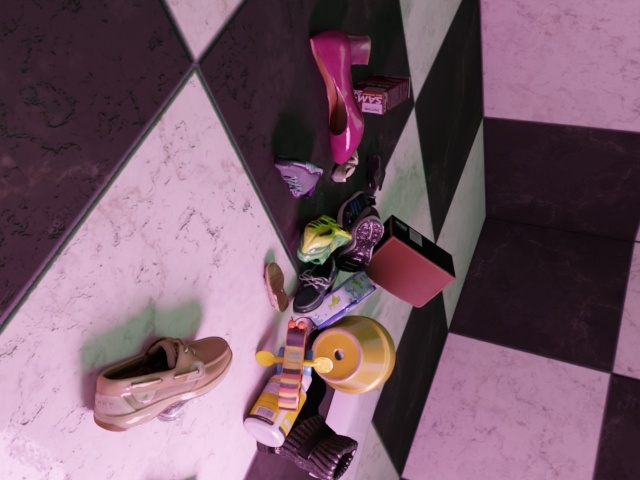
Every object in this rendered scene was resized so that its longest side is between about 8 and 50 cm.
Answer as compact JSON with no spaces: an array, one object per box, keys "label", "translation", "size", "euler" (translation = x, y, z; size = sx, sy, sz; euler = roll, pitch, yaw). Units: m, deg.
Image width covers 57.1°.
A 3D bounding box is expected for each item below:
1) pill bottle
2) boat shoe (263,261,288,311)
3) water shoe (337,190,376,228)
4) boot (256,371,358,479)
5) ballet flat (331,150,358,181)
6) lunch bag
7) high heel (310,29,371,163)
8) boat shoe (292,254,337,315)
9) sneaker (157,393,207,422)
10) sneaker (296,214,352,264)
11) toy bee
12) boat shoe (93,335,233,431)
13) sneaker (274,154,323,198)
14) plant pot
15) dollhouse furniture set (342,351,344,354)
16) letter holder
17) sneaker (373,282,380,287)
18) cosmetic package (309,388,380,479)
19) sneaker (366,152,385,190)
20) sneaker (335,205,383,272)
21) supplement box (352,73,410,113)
[{"label":"pill bottle","translation":[-0.112,0.450,1.632],"size":[0.208,0.119,0.119],"euler":[-57,148,-38]},{"label":"boat shoe","translation":[-0.125,0.122,1.558],"size":[0.056,0.048,0.152],"euler":[-42,132,-34]},{"label":"water shoe","translation":[0.121,-0.100,1.931],"size":[0.203,0.080,0.072],"euler":[-53,145,-43]},{"label":"boot","translation":[0.003,0.551,1.755],"size":[0.348,0.260,0.131],"euler":[-46,141,-50]},{"label":"ballet flat","translation":[0.090,-0.238,1.836],"size":[0.168,0.053,0.057],"euler":[-61,150,-34]},{"label":"lunch bag","translation":[0.065,0.188,1.850],"size":[0.090,0.176,0.219],"euler":[55,29,4]},{"label":"high heel","translation":[0.025,-0.384,1.619],"size":[0.181,0.127,0.376],"euler":[-12,120,-32]},{"label":"boat shoe","translation":[-0.014,0.127,1.728],"size":[0.254,0.095,0.079],"euler":[-47,143,-51]},{"label":"sneaker","translation":[-0.288,0.312,1.262],"size":[0.166,0.065,0.076],"euler":[-45,136,-53]},{"label":"sneaker","translation":[0.000,0.000,1.723],"size":[0.123,0.109,0.295],"euler":[-53,166,16]},{"label":"toy bee","translation":[-0.079,0.295,1.586],"size":[0.162,0.196,0.298],"euler":[90,-15,-48]},{"label":"boat shoe","translation":[-0.289,0.248,1.154],"size":[0.341,0.122,0.110],"euler":[-24,123,-59]},{"label":"sneaker","translation":[-0.058,-0.158,1.522],"size":[0.224,0.083,0.098],"euler":[4,102,-66]},{"label":"plant pot","translation":[0.089,0.359,1.851],"size":[0.239,0.254,0.253],"euler":[26,77,-68]},{"label":"dollhouse furniture set","translation":[0.205,0.433,2.260],"size":[0.242,0.161,0.212],"euler":[48,57,-61]},{"label":"letter holder","translation":[0.320,0.087,2.223],"size":[0.214,0.302,0.152],"euler":[-48,-162,30]},{"label":"sneaker","translation":[0.260,0.124,2.365],"size":[0.212,0.080,0.094],"euler":[-38,123,-64]},{"label":"cosmetic package","translation":[0.101,0.721,2.247],"size":[0.284,0.098,0.377],"euler":[51,55,-62]},{"label":"sneaker","translation":[0.199,-0.241,2.077],"size":[0.089,0.051,0.170],"euler":[-47,146,-49]},{"label":"sneaker","translation":[0.127,0.004,1.897],"size":[0.108,0.100,0.271],"euler":[-86,-162,-47]},{"label":"supplement box","translation":[0.180,-0.460,1.837],"size":[0.239,0.130,0.073],"euler":[-43,139,-53]}]
